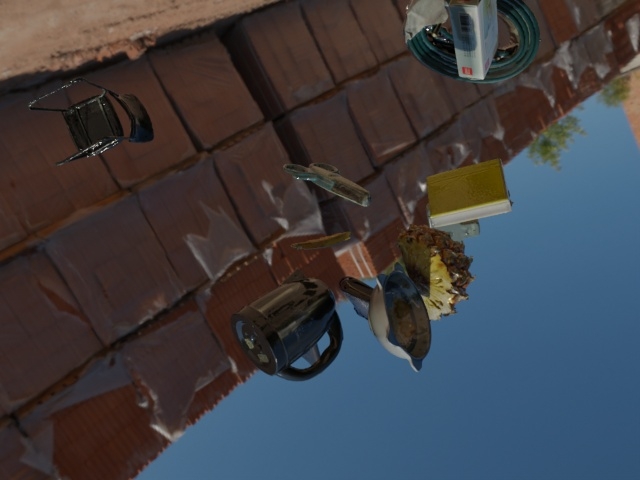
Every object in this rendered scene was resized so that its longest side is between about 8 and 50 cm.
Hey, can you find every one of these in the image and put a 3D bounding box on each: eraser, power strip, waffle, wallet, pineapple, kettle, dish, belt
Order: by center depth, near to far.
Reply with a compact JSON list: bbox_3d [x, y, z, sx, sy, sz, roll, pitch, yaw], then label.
[{"bbox_3d":[0.158,0.172,1.202,0.086,0.228,0.236,-24,-142,32],"label":"dish"},{"bbox_3d":[0.414,-0.133,1.486,0.225,0.069,0.158,-12,-130,22],"label":"eraser"},{"bbox_3d":[0.194,0.212,1.642,0.262,0.221,0.071,26,-108,28],"label":"wallet"},{"bbox_3d":[-0.067,0.277,1.682,0.324,0.321,0.228,-33,-178,-32],"label":"kettle"},{"bbox_3d":[0.488,-0.685,1.740,0.436,0.300,0.173,14,-159,-3],"label":"belt"},{"bbox_3d":[0.436,0.061,1.741,0.209,0.345,0.286,-5,-157,45],"label":"pineapple"},{"bbox_3d":[0.000,0.000,1.784,0.125,0.032,0.191,-22,-170,-33],"label":"waffle"},{"bbox_3d":[-0.070,0.366,1.971,0.165,0.310,0.042,29,-120,31],"label":"wallet"},{"bbox_3d":[0.527,-0.043,2.081,0.193,0.265,0.059,-9,-147,12],"label":"power strip"}]

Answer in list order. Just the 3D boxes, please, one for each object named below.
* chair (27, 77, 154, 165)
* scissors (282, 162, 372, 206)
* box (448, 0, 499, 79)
[{"bbox_3d":[-0.494,-0.259,1.175,0.145,0.140,0.221,-20,-174,15],"label":"chair"},{"bbox_3d":[0.025,-0.128,1.156,0.138,0.041,0.289,-2,-157,-31],"label":"scissors"},{"bbox_3d":[0.420,-0.577,1.431,0.079,0.269,0.135,18,-109,28],"label":"box"}]
